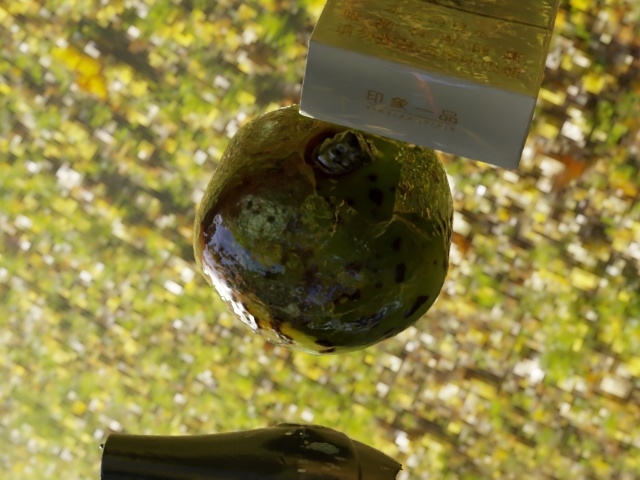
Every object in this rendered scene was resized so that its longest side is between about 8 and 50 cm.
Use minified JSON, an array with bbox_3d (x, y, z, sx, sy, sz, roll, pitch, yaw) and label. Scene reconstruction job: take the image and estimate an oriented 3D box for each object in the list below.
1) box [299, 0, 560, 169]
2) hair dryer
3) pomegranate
[{"bbox_3d":[0.086,-0.154,1.079,0.149,0.233,0.067,17,131,3],"label":"box"},{"bbox_3d":[-0.048,0.191,1.309,0.235,0.091,0.272,5,174,5],"label":"hair dryer"},{"bbox_3d":[-0.001,-0.010,1.212,0.198,0.198,0.246,32,176,-8],"label":"pomegranate"}]
